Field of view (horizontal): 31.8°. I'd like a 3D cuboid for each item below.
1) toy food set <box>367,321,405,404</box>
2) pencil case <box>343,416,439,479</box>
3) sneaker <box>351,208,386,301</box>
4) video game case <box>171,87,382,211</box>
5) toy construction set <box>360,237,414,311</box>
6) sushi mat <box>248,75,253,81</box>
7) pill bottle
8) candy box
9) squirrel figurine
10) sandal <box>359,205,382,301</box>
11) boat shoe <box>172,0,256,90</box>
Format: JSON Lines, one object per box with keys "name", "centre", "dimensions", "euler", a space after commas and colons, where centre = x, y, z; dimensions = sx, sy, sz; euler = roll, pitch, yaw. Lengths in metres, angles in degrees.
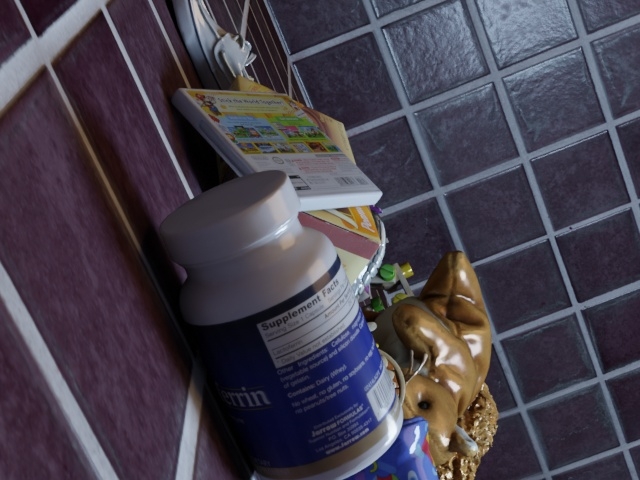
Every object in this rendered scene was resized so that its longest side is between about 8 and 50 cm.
{"name": "toy food set", "centre": [0.063, 0.214, 1.656], "dimensions": [0.038, 0.132, 0.192], "euler": [119, -47, -66]}
{"name": "pencil case", "centre": [0.089, 0.353, 1.278], "dimensions": [0.119, 0.133, 0.306], "euler": [124, -45, -74]}
{"name": "sneaker", "centre": [0.029, 0.035, 1.796], "dimensions": [0.132, 0.086, 0.229], "euler": [42, 63, -56]}
{"name": "video game case", "centre": [-0.050, -0.115, 1.408], "dimensions": [0.206, 0.026, 0.227], "euler": [47, 28, 21]}
{"name": "toy construction set", "centre": [0.177, 0.111, 2.557], "dimensions": [0.257, 0.237, 0.309], "euler": [-105, 171, -47]}
{"name": "sushi mat", "centre": [-0.130, -0.247, 2.054], "dimensions": [0.316, 0.019, 0.151], "euler": [-41, 110, -84]}
{"name": "pill bottle", "centre": [-0.037, 0.080, 1.026], "dimensions": [0.153, 0.153, 0.265], "euler": [-93, 161, -73]}
{"name": "candy box", "centre": [-0.041, -0.086, 1.509], "dimensions": [0.183, 0.087, 0.316], "euler": [22, 29, -23]}
{"name": "squirrel figurine", "centre": [0.183, 0.284, 1.867], "dimensions": [0.370, 0.281, 0.397], "euler": [-86, 152, -63]}
{"name": "sandal", "centre": [0.082, -0.021, 2.232], "dimensions": [0.416, 0.102, 0.169], "euler": [-93, 159, -54]}
{"name": "boat shoe", "centre": [-0.139, -0.266, 1.669], "dimensions": [0.096, 0.088, 0.267], "euler": [-85, 154, -77]}
